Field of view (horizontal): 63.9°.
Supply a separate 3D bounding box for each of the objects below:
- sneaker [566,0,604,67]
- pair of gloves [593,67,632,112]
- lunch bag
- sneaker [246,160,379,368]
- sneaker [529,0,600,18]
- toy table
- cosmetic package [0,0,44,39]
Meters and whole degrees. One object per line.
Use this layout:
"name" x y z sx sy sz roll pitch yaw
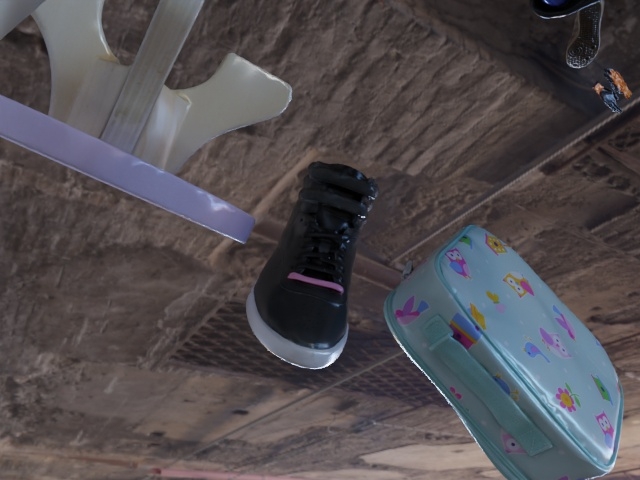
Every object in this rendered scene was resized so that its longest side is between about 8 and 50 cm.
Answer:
"sneaker" 0.609 -0.484 1.168 0.188 0.066 0.071 71 38 -56
"pair of gloves" 0.546 -0.280 0.955 0.083 0.074 0.010 -49 -172 -25
"lunch bag" 0.202 0.120 0.578 0.279 0.224 0.108 49 -54 9
"sneaker" 0.000 0.000 0.541 0.295 0.105 0.146 -81 -169 -67
"sneaker" 0.279 -0.340 0.559 0.315 0.182 0.127 -119 -173 -55
"toy table" -0.162 -0.123 0.461 0.252 0.274 0.160 17 -96 54
"cosmetic package" -0.173 -0.149 0.119 0.113 0.160 0.309 -51 -161 -15
